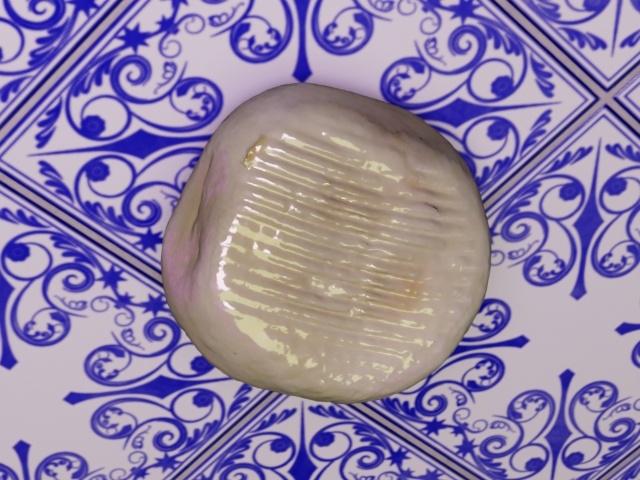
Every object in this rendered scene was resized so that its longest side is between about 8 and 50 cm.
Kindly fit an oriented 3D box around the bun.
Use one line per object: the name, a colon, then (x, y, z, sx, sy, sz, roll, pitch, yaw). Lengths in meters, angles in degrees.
bun: (0.000, 0.000, 1.590, 0.361, 0.213, 0.361, -2, 98, -17)
